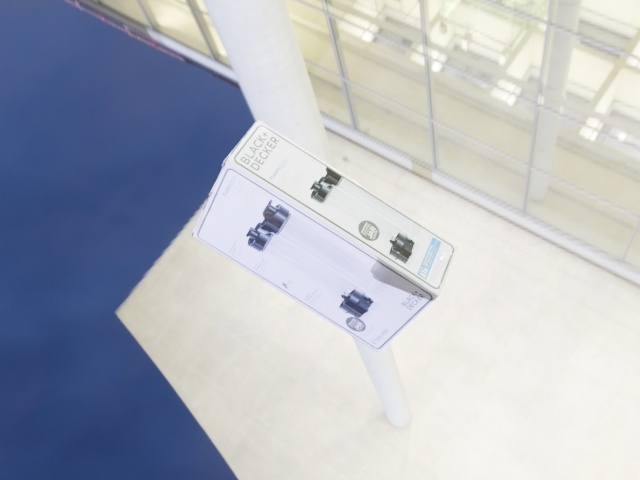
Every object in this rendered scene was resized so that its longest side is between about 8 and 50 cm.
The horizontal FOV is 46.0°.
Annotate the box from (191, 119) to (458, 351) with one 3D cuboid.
[{"bbox_3d":[0.000,0.000,0.933,0.290,0.169,0.087,31,-129,-2],"label":"box"}]
